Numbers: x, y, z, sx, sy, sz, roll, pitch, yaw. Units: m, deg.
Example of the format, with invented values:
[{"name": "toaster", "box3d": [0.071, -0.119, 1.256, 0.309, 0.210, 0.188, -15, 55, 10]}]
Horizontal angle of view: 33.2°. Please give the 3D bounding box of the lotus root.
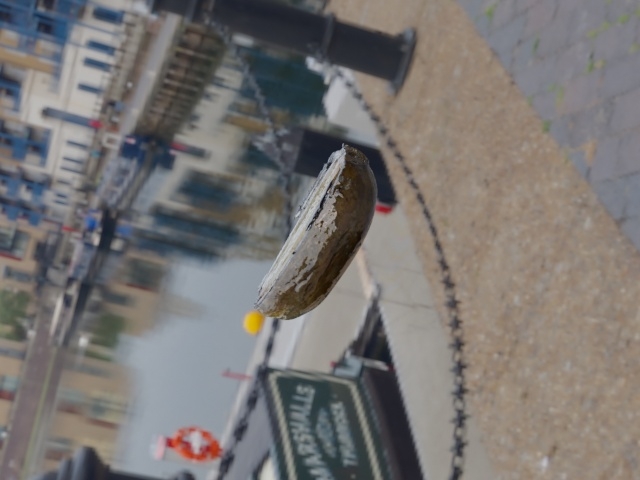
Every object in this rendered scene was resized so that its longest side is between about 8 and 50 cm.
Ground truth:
[{"name": "lotus root", "box3d": [0.002, 0.001, 0.471, 0.083, 0.030, 0.037, -61, 13, 16]}]
